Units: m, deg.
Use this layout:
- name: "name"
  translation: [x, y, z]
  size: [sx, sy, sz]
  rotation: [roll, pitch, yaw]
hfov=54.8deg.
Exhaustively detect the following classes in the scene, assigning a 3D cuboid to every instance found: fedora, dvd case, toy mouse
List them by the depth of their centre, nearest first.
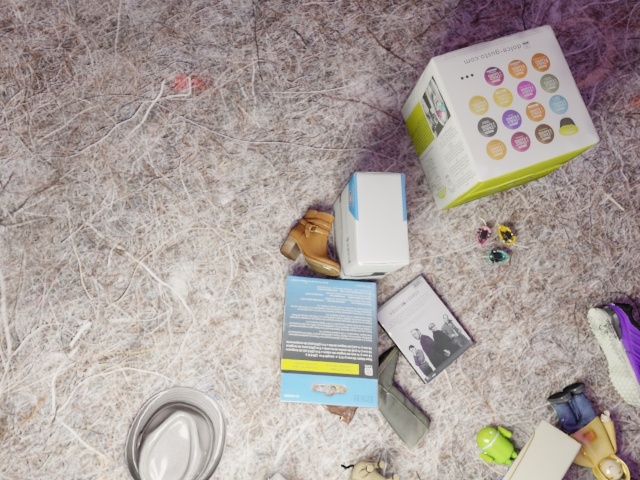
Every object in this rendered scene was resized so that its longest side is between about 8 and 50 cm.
- name: "fedora"
  translation: [-0.356, 0.502, 1.507]
  size: [0.243, 0.124, 0.276]
  rotation: [26, 77, -2]
- name: "dvd case"
  translation: [0.278, 0.240, 1.678]
  size: [0.179, 0.029, 0.239]
  rotation: [-36, 85, -14]
- name: "toy mouse"
  translation: [0.482, 0.014, 1.747]
  size: [0.143, 0.031, 0.161]
  rotation: [-44, 86, -13]

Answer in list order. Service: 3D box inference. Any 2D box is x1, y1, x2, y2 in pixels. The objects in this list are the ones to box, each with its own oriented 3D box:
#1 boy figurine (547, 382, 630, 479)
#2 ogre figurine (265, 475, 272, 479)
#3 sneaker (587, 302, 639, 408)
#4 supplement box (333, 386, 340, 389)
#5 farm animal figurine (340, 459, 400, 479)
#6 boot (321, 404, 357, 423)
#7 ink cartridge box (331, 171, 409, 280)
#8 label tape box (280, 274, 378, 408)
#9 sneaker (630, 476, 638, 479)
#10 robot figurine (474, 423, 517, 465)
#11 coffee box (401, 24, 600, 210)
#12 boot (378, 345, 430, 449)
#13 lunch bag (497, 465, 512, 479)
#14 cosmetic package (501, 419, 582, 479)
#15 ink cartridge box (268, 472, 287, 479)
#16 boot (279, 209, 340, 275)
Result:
- name: "boy figurine"
  translation: [0.716, 0.533, 1.646]
  size: [0.177, 0.092, 0.285]
  rotation: [-23, 79, -13]
- name: "ogre figurine"
  translation: [-0.095, 0.663, 1.523]
  size: [0.197, 0.097, 0.118]
  rotation: [29, 89, 11]
- name: "sneaker"
  translation: [0.865, 0.307, 1.699]
  size: [0.146, 0.102, 0.294]
  rotation: [-17, 81, -10]
- name: "supplement box"
  translation: [0.030, 0.345, 1.618]
  size: [0.043, 0.055, 0.083]
  rotation: [-40, 85, -13]
- name: "farm animal figurine"
  translation: [0.194, 0.714, 1.510]
  size: [0.326, 0.172, 0.331]
  rotation: [10, 59, -22]
- name: "boot"
  translation: [0.063, 0.407, 1.618]
  size: [0.106, 0.037, 0.114]
  rotation: [35, 80, -12]
- name: "ink cartridge box"
  translation: [0.120, -0.023, 1.571]
  size: [0.128, 0.307, 0.223]
  rotation: [-1, 79, -9]
- name: "label tape box"
  translation: [0.019, 0.264, 1.555]
  size: [0.240, 0.106, 0.334]
  rotation: [6, 58, -5]
- name: "sneaker"
  translation: [0.800, 0.745, 1.619]
  size: [0.106, 0.078, 0.235]
  rotation: [6, 80, -8]
- name: "robot figurine"
  translation: [0.460, 0.540, 1.624]
  size: [0.115, 0.067, 0.101]
  rotation: [43, 74, 3]
- name: "coffee box"
  translation: [0.457, -0.309, 1.650]
  size: [0.337, 0.338, 0.335]
  rotation: [-18, 82, -9]
- name: "boot"
  translation: [0.213, 0.409, 1.618]
  size: [0.208, 0.076, 0.190]
  rotation: [40, 66, -1]
- name: "lunch bag"
  translation: [0.546, 0.729, 1.583]
  size: [0.220, 0.138, 0.294]
  rotation: [-13, 65, -8]
- name: "cosmetic package"
  translation: [0.499, 0.611, 1.506]
  size: [0.113, 0.160, 0.309]
  rotation: [32, 57, 25]
- name: "ink cartridge box"
  translation: [-0.128, 0.720, 1.432]
  size: [0.207, 0.117, 0.283]
  rotation: [44, 102, -5]
- name: "boot"
  translation: [0.000, 0.000, 1.642]
  size: [0.197, 0.073, 0.152]
  rotation: [24, 69, 27]
